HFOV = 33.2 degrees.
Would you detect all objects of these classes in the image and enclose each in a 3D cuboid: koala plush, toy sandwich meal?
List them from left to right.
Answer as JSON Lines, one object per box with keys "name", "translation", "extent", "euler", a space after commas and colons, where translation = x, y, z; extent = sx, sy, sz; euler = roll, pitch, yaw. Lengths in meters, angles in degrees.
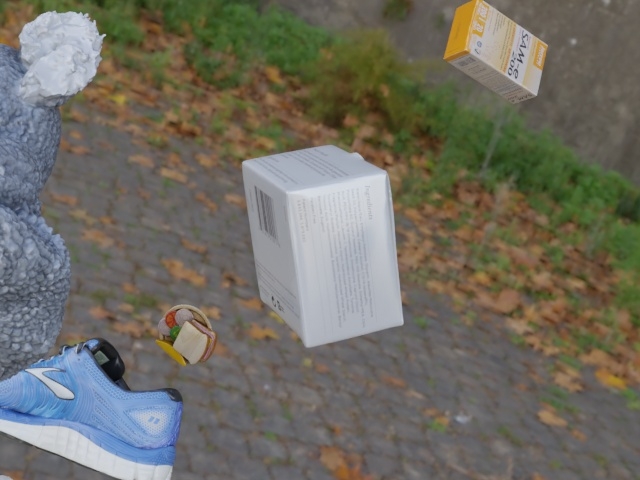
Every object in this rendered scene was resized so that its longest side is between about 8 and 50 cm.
{"name": "koala plush", "translation": [-0.225, -0.043, 0.663], "extent": [0.203, 0.196, 0.221], "euler": [39, 34, -21]}
{"name": "toy sandwich meal", "translation": [-0.174, 0.123, 1.374], "extent": [0.085, 0.086, 0.029], "euler": [27, 14, 16]}

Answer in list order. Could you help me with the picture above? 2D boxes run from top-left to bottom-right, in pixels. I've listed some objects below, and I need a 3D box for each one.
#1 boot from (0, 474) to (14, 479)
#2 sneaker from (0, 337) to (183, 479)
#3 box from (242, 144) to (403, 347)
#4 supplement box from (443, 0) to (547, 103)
{"name": "boot", "translation": [-0.372, 0.386, 1.363], "extent": [0.190, 0.086, 0.069], "euler": [48, 18, -7]}
{"name": "sneaker", "translation": [-0.308, 0.184, 1.301], "extent": [0.329, 0.147, 0.130], "euler": [16, -14, 15]}
{"name": "box", "translation": [0.000, 0.000, 1.212], "extent": [0.119, 0.182, 0.181], "euler": [-12, 18, -16]}
{"name": "supplement box", "translation": [0.175, -0.187, 1.068], "extent": [0.098, 0.062, 0.036], "euler": [26, -22, -28]}
